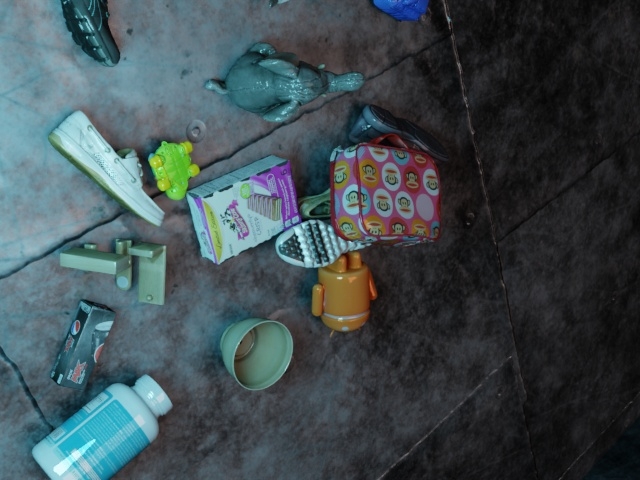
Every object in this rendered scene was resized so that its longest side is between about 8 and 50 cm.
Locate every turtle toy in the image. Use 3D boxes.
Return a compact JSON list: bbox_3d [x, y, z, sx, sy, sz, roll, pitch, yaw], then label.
[{"bbox_3d":[-0.297,-0.139,1.581,0.095,0.066,0.130,-30,122,-30],"label":"turtle toy"}]

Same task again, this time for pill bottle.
[{"bbox_3d":[-0.426,0.387,1.582,0.264,0.146,0.146,-39,125,-24],"label":"pill bottle"}]

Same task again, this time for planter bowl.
[{"bbox_3d":[-0.159,0.242,1.787,0.162,0.109,0.162,-14,113,-37],"label":"planter bowl"}]

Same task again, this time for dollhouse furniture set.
[{"bbox_3d":[-0.394,0.075,1.515,0.151,0.144,0.123,-41,137,-70],"label":"dollhouse furniture set"}]

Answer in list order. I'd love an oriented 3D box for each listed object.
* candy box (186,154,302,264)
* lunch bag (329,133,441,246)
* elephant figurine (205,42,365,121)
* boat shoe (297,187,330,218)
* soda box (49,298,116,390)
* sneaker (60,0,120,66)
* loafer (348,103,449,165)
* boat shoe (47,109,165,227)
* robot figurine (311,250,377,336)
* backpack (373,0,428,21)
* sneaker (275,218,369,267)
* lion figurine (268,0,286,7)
[{"bbox_3d":[-0.161,-0.070,1.714,0.233,0.071,0.159,-28,120,-30],"label":"candy box"},{"bbox_3d":[0.154,-0.121,1.824,0.293,0.120,0.258,6,78,-42],"label":"lunch bag"},{"bbox_3d":[-0.069,-0.319,1.600,0.169,0.239,0.186,43,75,-40],"label":"elephant figurine"},{"bbox_3d":[0.028,-0.082,1.868,0.190,0.072,0.068,-21,116,-34],"label":"boat shoe"},{"bbox_3d":[-0.466,0.205,1.555,0.060,0.053,0.168,23,88,-42],"label":"soda box"},{"bbox_3d":[-0.406,-0.432,1.377,0.106,0.101,0.267,-41,126,-26],"label":"sneaker"},{"bbox_3d":[0.192,-0.243,1.957,0.303,0.109,0.095,20,127,-40],"label":"loafer"},{"bbox_3d":[-0.378,-0.133,1.494,0.096,0.098,0.277,-53,129,-14],"label":"boat shoe"},{"bbox_3d":[0.059,0.127,1.923,0.158,0.128,0.219,-44,135,-63],"label":"robot figurine"},{"bbox_3d":[0.190,-0.575,1.836,0.120,0.101,0.097,13,88,-38],"label":"backpack"},{"bbox_3d":[0.000,0.000,1.822,0.292,0.118,0.110,-14,94,-44],"label":"sneaker"},{"bbox_3d":[0.007,-0.662,1.631,0.392,0.142,0.240,-35,116,-22],"label":"lion figurine"}]
